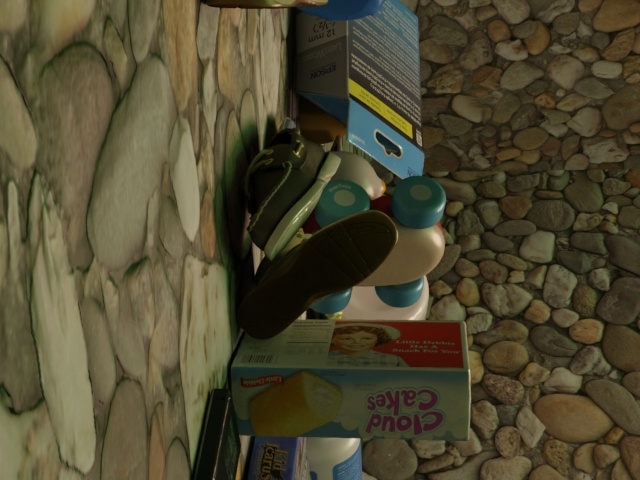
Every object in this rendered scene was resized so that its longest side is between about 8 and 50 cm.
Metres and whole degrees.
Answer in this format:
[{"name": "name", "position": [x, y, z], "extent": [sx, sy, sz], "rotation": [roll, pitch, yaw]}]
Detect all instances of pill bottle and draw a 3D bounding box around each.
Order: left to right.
[{"name": "pill bottle", "position": [-0.003, 0.307, 1.519], "extent": [0.124, 0.124, 0.222], "rotation": [-81, 170, -59]}, {"name": "pill bottle", "position": [0.098, 0.188, 2.085], "extent": [0.361, 0.204, 0.204], "rotation": [89, 4, -53]}]

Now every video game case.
[{"name": "video game case", "position": [-0.053, 0.372, 1.330], "extent": [0.269, 0.061, 0.244], "rotation": [-81, 170, -59]}]

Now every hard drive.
[{"name": "hard drive", "position": [-0.101, 0.227, 1.051], "extent": [0.135, 0.022, 0.094], "rotation": [-84, 171, -51]}]

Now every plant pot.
[{"name": "plant pot", "position": [0.009, -0.221, 1.885], "extent": [0.081, 0.083, 0.081], "rotation": [81, 10, -50]}]

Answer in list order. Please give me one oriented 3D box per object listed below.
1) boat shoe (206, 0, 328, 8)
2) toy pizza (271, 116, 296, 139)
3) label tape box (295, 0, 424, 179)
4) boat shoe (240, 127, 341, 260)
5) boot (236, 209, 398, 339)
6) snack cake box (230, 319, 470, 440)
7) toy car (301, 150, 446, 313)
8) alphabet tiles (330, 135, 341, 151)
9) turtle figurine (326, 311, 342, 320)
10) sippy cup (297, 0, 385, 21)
[{"name": "boat shoe", "position": [-0.055, -0.304, 1.167], "extent": [0.302, 0.109, 0.098], "rotation": [-50, 140, -73]}, {"name": "toy pizza", "position": [-0.052, -0.075, 1.526], "extent": [0.201, 0.032, 0.201], "rotation": [-2, 90, -84]}, {"name": "label tape box", "position": [0.068, -0.269, 1.802], "extent": [0.249, 0.115, 0.348], "rotation": [27, 57, -51]}, {"name": "boat shoe", "position": [-0.048, -0.063, 1.276], "extent": [0.109, 0.091, 0.305], "rotation": [-52, -176, 19]}, {"name": "boot", "position": [-0.002, 0.018, 1.277], "extent": [0.077, 0.213, 0.165], "rotation": [51, 14, -11]}, {"name": "snack cake box", "position": [0.038, 0.157, 1.238], "extent": [0.152, 0.264, 0.089], "rotation": [-69, 158, -74]}, {"name": "toy car", "position": [0.058, -0.054, 1.559], "extent": [0.219, 0.210, 0.238], "rotation": [98, -16, -50]}, {"name": "alphabet tiles", "position": [0.014, -0.049, 1.934], "extent": [0.237, 0.009, 0.198], "rotation": [117, -28, -67]}, {"name": "turtle figurine", "position": [0.000, 0.000, 1.744], "extent": [0.217, 0.087, 0.270], "rotation": [119, -30, -67]}, {"name": "sippy cup", "position": [0.031, -0.450, 1.549], "extent": [0.305, 0.240, 0.224], "rotation": [30, 65, -44]}]
